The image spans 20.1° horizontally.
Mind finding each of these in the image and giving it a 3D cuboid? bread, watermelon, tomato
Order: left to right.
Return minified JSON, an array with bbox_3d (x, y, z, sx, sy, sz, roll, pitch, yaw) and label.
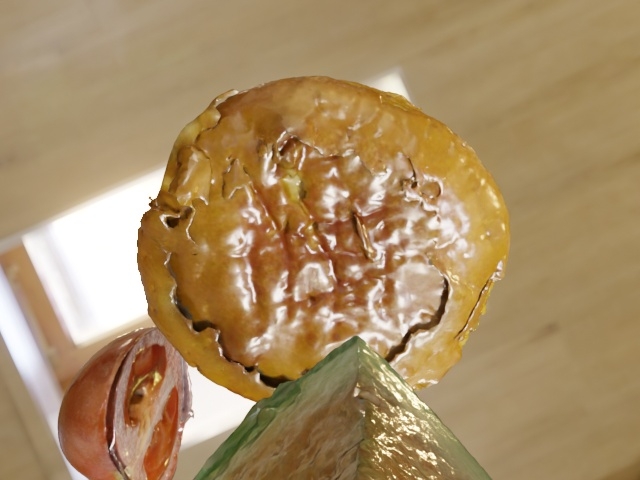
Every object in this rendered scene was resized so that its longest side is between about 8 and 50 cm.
[{"bbox_3d":[-0.233,0.196,2.085,0.228,0.112,0.199,80,26,-42],"label":"tomato"},{"bbox_3d":[-0.010,0.228,1.059,0.151,0.264,0.302,39,11,-12],"label":"watermelon"},{"bbox_3d":[-0.002,-0.002,1.832,0.358,0.337,0.204,22,13,-10],"label":"bread"}]
